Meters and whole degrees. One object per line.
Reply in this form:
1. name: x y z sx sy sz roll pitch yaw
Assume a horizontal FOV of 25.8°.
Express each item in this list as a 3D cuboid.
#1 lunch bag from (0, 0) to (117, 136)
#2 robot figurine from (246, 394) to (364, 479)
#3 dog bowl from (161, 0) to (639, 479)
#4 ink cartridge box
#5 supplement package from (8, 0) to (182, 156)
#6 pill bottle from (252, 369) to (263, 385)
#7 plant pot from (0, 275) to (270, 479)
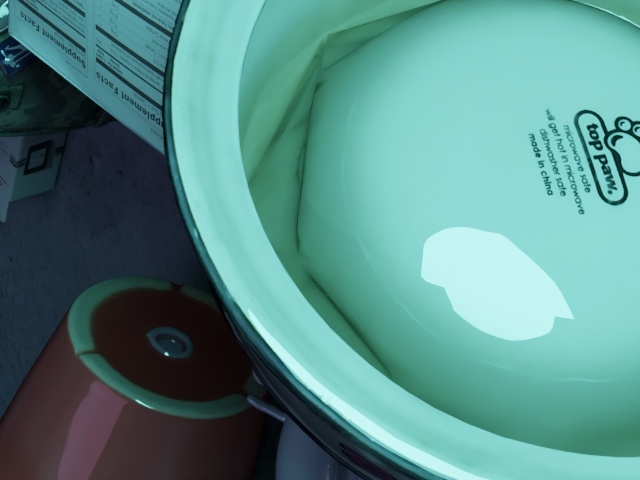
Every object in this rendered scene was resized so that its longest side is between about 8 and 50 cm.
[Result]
1. lunch bag: -0.267 -0.238 1.209 0.305 0.256 0.212 51 140 22
2. robot figurine: 0.119 0.155 0.912 0.353 0.200 0.300 -3 105 29
3. dog bowl: 0.119 -0.030 0.737 0.408 0.408 0.150 55 159 18
4. ink cartridge box: -0.329 -0.119 1.508 0.104 0.060 0.180 49 139 24
5. supplement package: -0.058 -0.223 0.856 0.198 0.199 0.262 37 134 33
6. pill bottle: 0.000 0.000 1.077 0.121 0.121 0.216 -9 84 53
7. plant pot: -0.173 0.184 1.315 0.275 0.275 0.243 43 125 30
